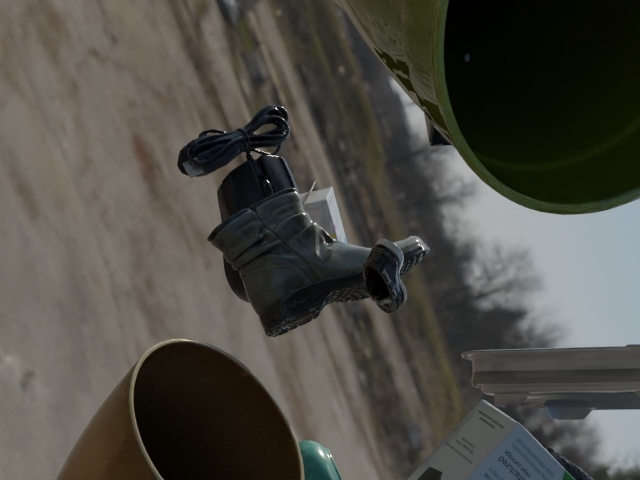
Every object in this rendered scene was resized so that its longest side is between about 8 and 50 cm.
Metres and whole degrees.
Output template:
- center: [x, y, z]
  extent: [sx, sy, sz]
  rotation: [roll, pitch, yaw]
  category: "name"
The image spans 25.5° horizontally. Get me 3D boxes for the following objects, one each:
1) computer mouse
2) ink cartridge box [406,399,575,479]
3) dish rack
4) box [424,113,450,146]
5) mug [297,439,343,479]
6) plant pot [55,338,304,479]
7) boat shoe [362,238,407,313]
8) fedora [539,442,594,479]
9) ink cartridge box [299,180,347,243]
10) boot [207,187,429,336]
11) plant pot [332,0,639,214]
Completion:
- center: [-0.083, -0.031, 1.922]
  extent: [0.072, 0.188, 0.272]
  rotation: [18, -53, 47]
  category: "computer mouse"
- center: [0.144, 0.281, 1.329]
  extent: [0.153, 0.208, 0.087]
  rotation: [45, -5, -19]
  category: "ink cartridge box"
- center: [0.374, 0.186, 1.804]
  extent: [0.285, 0.333, 0.072]
  rotation: [18, 71, -54]
  category: "dish rack"
- center: [0.161, -0.228, 1.686]
  extent: [0.147, 0.078, 0.180]
  rotation: [91, -6, -54]
  category: "box"
- center: [-0.019, 0.358, 2.102]
  extent: [0.158, 0.097, 0.129]
  rotation: [-122, -173, -70]
  category: "mug"
- center: [-0.189, 0.271, 1.555]
  extent: [0.237, 0.254, 0.237]
  rotation: [33, 36, -28]
  category: "plant pot"
- center: [0.067, 0.047, 1.517]
  extent: [0.046, 0.038, 0.125]
  rotation: [30, -26, 17]
  category: "boat shoe"
- center: [0.280, 0.349, 1.742]
  extent: [0.334, 0.152, 0.334]
  rotation: [30, 6, -3]
  category: "fedora"
- center: [-0.012, -0.027, 2.520]
  extent: [0.092, 0.090, 0.143]
  rotation: [-68, 144, -73]
  category: "ink cartridge box"
- center: [0.000, 0.000, 1.700]
  extent: [0.161, 0.247, 0.083]
  rotation: [61, -25, 15]
  category: "boot"
- center: [0.167, -0.261, 1.271]
  extent: [0.353, 0.366, 0.366]
  rotation: [42, -21, 51]
  category: "plant pot"
